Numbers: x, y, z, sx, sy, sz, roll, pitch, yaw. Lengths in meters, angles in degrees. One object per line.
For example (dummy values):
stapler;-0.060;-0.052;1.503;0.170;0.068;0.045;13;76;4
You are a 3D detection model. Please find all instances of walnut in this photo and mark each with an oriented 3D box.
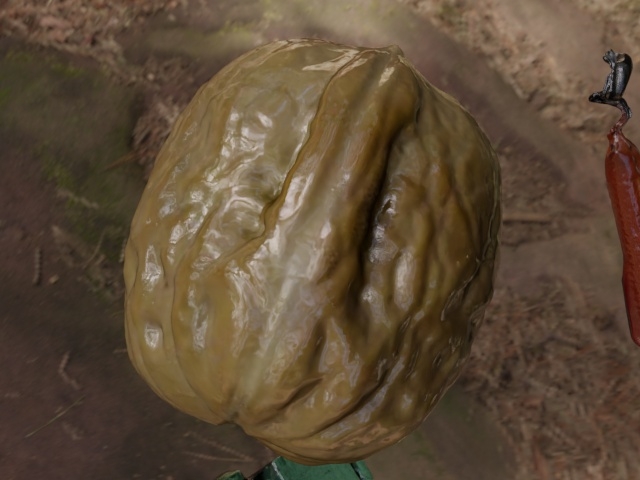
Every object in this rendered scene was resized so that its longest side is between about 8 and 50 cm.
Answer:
walnut;0.000;0.000;0.541;0.155;0.155;0.184;22;80;-18

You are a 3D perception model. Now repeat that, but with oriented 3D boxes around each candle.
candle;0.144;-0.007;0.579;0.021;0.026;0.167;-59;137;-52

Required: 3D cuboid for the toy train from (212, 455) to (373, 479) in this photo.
toy train;0.007;0.188;0.678;0.111;0.071;0.170;-26;78;-45
